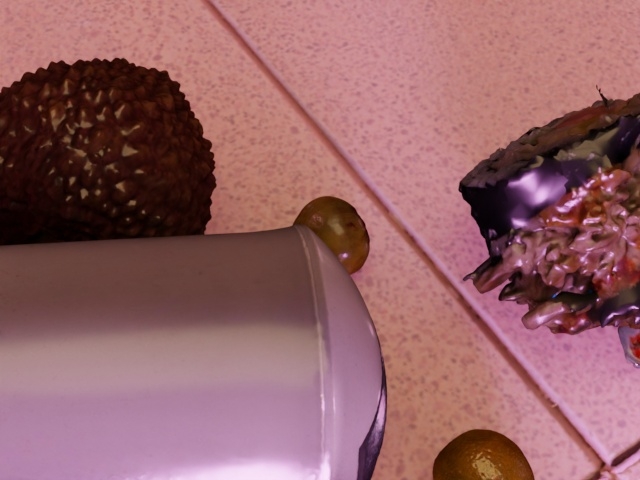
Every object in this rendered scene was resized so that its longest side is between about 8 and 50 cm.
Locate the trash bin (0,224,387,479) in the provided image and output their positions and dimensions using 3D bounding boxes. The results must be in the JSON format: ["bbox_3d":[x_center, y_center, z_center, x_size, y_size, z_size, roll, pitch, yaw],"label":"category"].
[{"bbox_3d":[-0.161,0.128,0.913,0.432,0.280,0.280,-1,58,-9],"label":"trash bin"}]

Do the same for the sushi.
[{"bbox_3d":[0.263,-0.016,1.086,0.238,0.225,0.218,-33,92,20],"label":"sushi"}]

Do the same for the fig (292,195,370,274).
[{"bbox_3d":[0.000,0.000,1.143,0.098,0.082,0.084,-19,95,5],"label":"fig"}]

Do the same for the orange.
[{"bbox_3d":[0.148,0.215,1.001,0.085,0.085,0.095,-32,62,-19],"label":"orange"}]

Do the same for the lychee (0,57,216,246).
[{"bbox_3d":[-0.210,-0.067,1.086,0.271,0.271,0.271,0,58,-1],"label":"lychee"}]

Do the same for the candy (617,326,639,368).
[{"bbox_3d":[0.435,0.095,1.095,0.292,0.059,0.086,4,55,1],"label":"candy"}]
